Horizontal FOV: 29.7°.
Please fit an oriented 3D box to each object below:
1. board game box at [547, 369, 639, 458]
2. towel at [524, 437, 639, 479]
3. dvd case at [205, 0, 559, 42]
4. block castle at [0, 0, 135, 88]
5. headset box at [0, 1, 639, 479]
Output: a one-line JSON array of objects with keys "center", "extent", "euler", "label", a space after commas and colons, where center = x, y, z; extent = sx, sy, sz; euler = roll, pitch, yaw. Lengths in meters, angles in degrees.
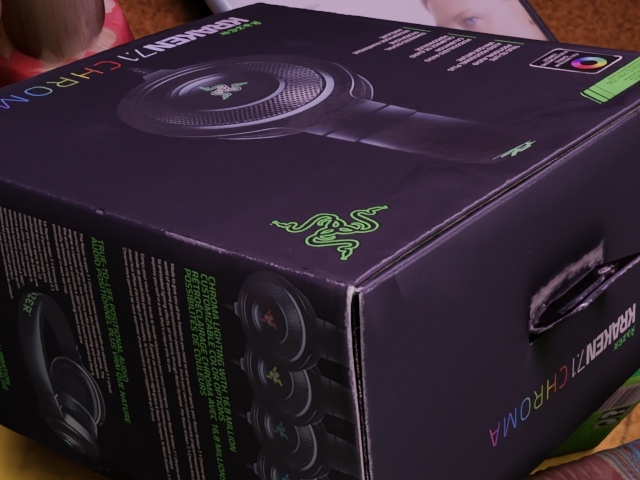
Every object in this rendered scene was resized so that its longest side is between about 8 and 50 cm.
[{"center": [0.031, 0.101, 0.601], "extent": [0.259, 0.124, 0.039], "euler": [-13, 66, -11], "label": "board game box"}, {"center": [0.238, 0.207, 0.477], "extent": [0.370, 0.271, 0.040], "euler": [38, 107, 28], "label": "towel"}, {"center": [0.039, -0.135, 0.736], "extent": [0.180, 0.022, 0.253], "euler": [-30, 79, -23], "label": "dvd case"}, {"center": [-0.340, -0.083, 0.604], "extent": [0.453, 0.213, 0.303], "euler": [-35, 70, -20], "label": "block castle"}, {"center": [0.000, 0.000, 0.524], "extent": [0.283, 0.131, 0.246], "euler": [17, 33, 38], "label": "headset box"}]
